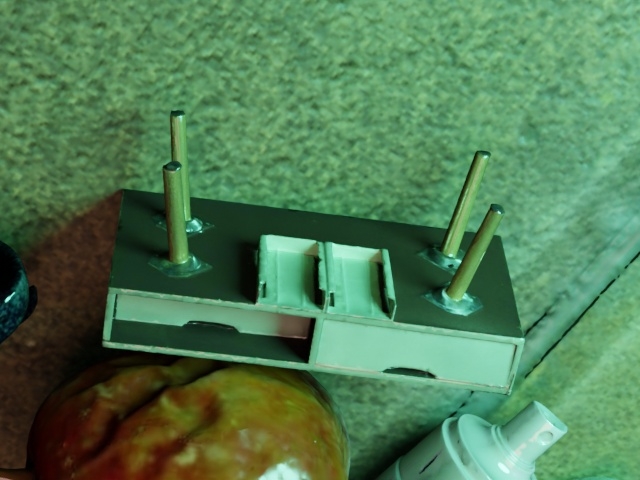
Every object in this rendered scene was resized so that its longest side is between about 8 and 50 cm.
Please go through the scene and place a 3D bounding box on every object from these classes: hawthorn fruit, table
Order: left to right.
[{"bbox_3d":[-0.116,0.168,1.074,0.271,0.242,0.242,12,118,-5],"label":"hawthorn fruit"},{"bbox_3d":[0.000,0.000,1.036,0.240,0.121,0.111,7,119,-7],"label":"table"}]

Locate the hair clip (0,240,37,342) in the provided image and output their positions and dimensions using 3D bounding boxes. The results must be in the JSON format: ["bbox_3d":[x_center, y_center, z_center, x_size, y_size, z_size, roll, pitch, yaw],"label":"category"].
[{"bbox_3d":[-0.324,0.080,1.018,0.310,0.206,0.194,-34,119,14],"label":"hair clip"}]

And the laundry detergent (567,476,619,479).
[{"bbox_3d":[0.199,0.270,1.224,0.099,0.070,0.226,-22,117,2],"label":"laundry detergent"}]

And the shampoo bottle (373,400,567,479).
[{"bbox_3d":[0.046,0.211,1.174,0.092,0.092,0.303,39,110,-21],"label":"shampoo bottle"}]
